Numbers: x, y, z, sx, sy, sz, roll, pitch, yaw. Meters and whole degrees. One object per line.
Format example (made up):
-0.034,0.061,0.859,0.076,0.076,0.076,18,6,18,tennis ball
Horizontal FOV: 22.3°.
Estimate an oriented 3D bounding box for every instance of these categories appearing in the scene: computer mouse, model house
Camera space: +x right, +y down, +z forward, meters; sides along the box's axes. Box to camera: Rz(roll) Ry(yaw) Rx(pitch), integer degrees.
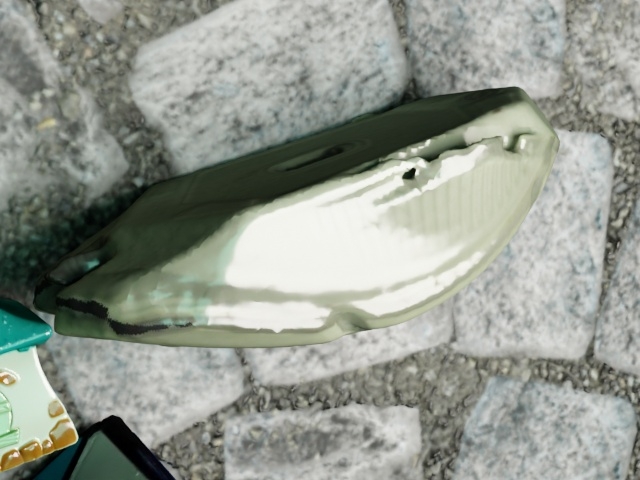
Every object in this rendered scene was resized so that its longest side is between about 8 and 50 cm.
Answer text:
-0.001,0.004,1.229,0.428,0.228,0.146,-20,107,-19,computer mouse
-0.264,0.093,1.194,0.127,0.100,0.149,-21,105,-21,model house

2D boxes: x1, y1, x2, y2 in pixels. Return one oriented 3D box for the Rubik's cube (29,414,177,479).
-0.145,0.320,1.207,0.250,0.248,0.246,-43,113,-11,Rubik's cube
